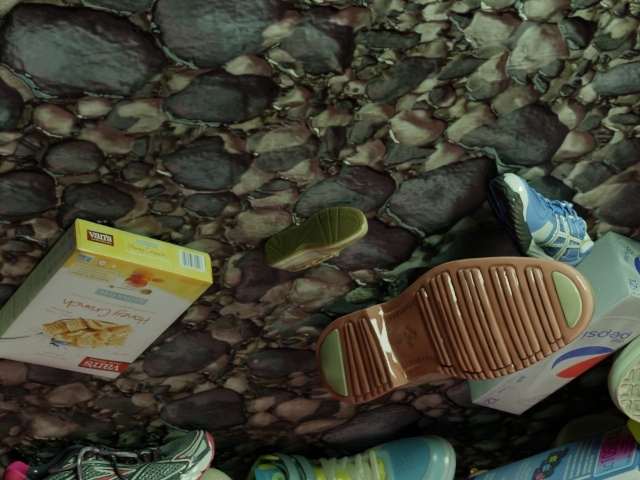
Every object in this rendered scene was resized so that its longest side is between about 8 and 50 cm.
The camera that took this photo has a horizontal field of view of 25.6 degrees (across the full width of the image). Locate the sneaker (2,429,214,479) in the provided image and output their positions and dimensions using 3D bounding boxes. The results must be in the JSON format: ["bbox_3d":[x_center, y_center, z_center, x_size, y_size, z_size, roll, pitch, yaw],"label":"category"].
[{"bbox_3d":[-0.289,0.323,1.931,0.299,0.112,0.121,-19,-170,-5],"label":"sneaker"}]

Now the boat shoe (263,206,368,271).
[{"bbox_3d":[0.000,0.000,1.587,0.135,0.050,0.045,-18,150,30],"label":"boat shoe"}]

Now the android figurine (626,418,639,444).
[{"bbox_3d":[0.532,0.227,1.829,0.248,0.273,0.056,-25,149,-2],"label":"android figurine"}]

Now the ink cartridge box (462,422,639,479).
[{"bbox_3d":[0.336,0.444,1.971,0.395,0.151,0.270,-25,101,27],"label":"ink cartridge box"}]

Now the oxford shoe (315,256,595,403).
[{"bbox_3d":[0.173,0.094,1.675,0.397,0.141,0.146,-17,176,43],"label":"oxford shoe"}]

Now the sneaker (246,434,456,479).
[{"bbox_3d":[0.024,0.353,2.034,0.319,0.127,0.208,-32,142,27],"label":"sneaker"}]

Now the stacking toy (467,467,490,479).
[{"bbox_3d":[0.156,0.451,2.208,0.302,0.175,0.166,-35,143,15],"label":"stacking toy"}]

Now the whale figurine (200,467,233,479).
[{"bbox_3d":[-0.154,0.443,2.014,0.141,0.216,0.272,-38,159,-23],"label":"whale figurine"}]

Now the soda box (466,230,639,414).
[{"bbox_3d":[0.305,0.110,1.776,0.091,0.098,0.286,18,137,-34],"label":"soda box"}]

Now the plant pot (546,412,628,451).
[{"bbox_3d":[0.420,0.400,2.128,0.256,0.256,0.274,-8,130,-3],"label":"plant pot"}]

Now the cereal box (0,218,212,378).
[{"bbox_3d":[-0.258,0.075,1.625,0.173,0.047,0.240,15,139,-32],"label":"cereal box"}]

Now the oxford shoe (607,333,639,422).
[{"bbox_3d":[0.536,0.055,1.742,0.449,0.130,0.169,-40,108,18],"label":"oxford shoe"}]

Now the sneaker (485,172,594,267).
[{"bbox_3d":[0.250,-0.024,1.601,0.081,0.080,0.211,-34,146,5],"label":"sneaker"}]
